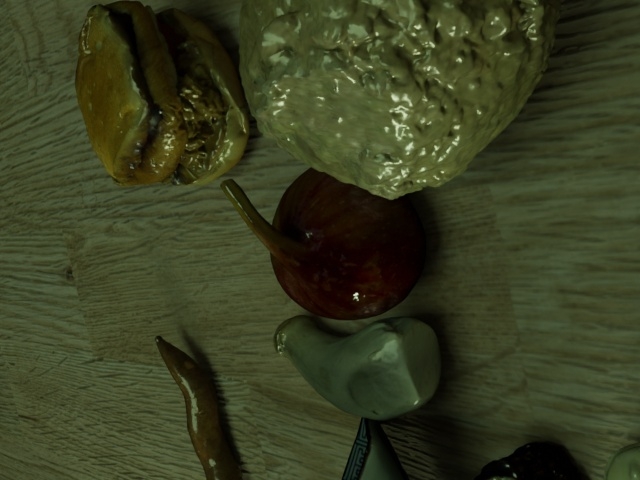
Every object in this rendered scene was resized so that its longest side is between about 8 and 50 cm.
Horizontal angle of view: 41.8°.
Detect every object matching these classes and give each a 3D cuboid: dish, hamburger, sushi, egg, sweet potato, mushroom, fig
[{"bbox_3d":[0.057,0.297,0.916,0.080,0.243,0.181,19,87,4],"label":"dish"},{"bbox_3d":[-0.210,-0.184,1.081,0.244,0.163,0.244,27,124,50],"label":"hamburger"},{"bbox_3d":[0.210,0.248,0.817,0.098,0.084,0.094,-42,68,43],"label":"sushi"},{"bbox_3d":[0.058,-0.178,0.700,0.279,0.279,0.310,57,152,18],"label":"egg"},{"bbox_3d":[-0.180,0.272,1.288,0.067,0.059,0.281,-19,89,62],"label":"sweet potato"},{"bbox_3d":[0.035,0.145,0.968,0.270,0.103,0.118,-8,98,55],"label":"mushroom"},{"bbox_3d":[0.006,0.005,0.866,0.175,0.207,0.175,9,105,37],"label":"fig"}]

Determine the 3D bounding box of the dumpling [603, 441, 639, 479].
[{"bbox_3d":[0.314,0.352,0.624,0.316,0.233,0.394,-19,60,54],"label":"dumpling"}]
